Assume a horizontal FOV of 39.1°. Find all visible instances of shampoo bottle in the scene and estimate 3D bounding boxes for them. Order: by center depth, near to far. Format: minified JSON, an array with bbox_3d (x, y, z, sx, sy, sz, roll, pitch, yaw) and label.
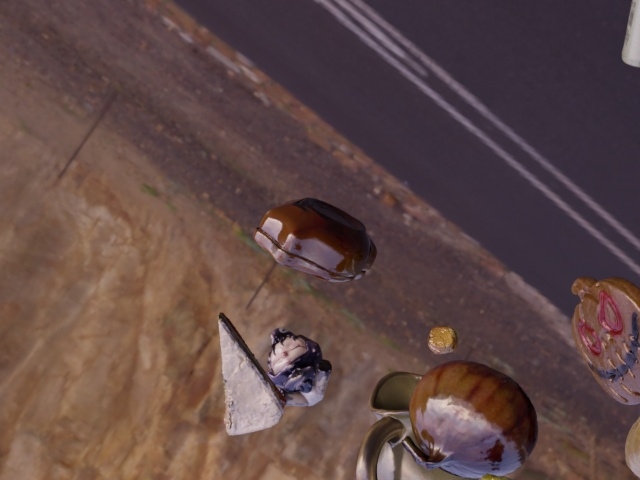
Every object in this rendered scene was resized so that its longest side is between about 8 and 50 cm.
[{"bbox_3d":[0.574,-0.418,1.523,0.087,0.118,0.234,18,125,27],"label":"shampoo bottle"}]

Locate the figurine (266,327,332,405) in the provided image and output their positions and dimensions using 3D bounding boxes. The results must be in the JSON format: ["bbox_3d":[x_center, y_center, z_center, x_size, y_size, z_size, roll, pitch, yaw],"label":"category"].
[{"bbox_3d":[-0.046,0.281,2.025,0.145,0.145,0.222,37,-168,-30],"label":"figurine"}]

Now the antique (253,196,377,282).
[{"bbox_3d":[0.000,0.000,1.829,0.278,0.129,0.223,18,-163,-44],"label":"antique"}]

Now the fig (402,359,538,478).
[{"bbox_3d":[0.270,0.333,1.623,0.235,0.214,0.235,8,133,9],"label":"fig"}]

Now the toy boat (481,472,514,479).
[{"bbox_3d":[0.316,0.408,1.466,0.063,0.016,0.115,42,160,-14],"label":"toy boat"}]

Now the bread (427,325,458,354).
[{"bbox_3d":[0.328,0.265,2.412,0.081,0.083,0.046,53,177,34],"label":"bread"}]

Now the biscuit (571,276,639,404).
[{"bbox_3d":[0.673,0.219,2.076,0.314,0.063,0.367,61,165,23],"label":"biscuit"}]

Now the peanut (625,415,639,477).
[{"bbox_3d":[0.684,0.335,1.690,0.152,0.313,0.152,22,-159,-9],"label":"peanut"}]

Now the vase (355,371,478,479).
[{"bbox_3d":[0.176,0.443,1.856,0.241,0.302,0.329,-6,-176,37],"label":"vase"}]

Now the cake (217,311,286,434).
[{"bbox_3d":[-0.120,0.237,1.603,0.117,0.220,0.086,-3,-176,-5],"label":"cake"}]
